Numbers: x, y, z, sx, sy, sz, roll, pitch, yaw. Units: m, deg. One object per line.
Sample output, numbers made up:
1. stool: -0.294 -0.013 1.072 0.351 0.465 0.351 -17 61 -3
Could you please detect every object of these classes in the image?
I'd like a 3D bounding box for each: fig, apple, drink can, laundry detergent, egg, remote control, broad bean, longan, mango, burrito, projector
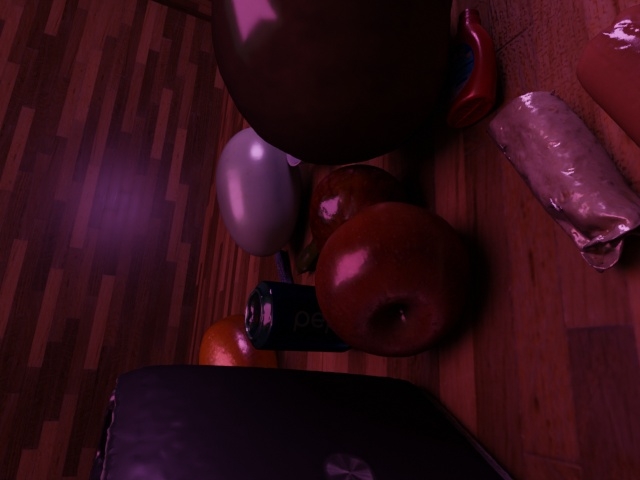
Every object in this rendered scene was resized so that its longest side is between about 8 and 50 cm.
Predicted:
1. fig: 0.067 -0.060 0.708 0.175 0.175 0.207 -51 17 47
2. apple: 0.092 0.046 0.557 0.162 0.201 0.201 -91 24 -55
3. drink can: -0.022 0.136 0.745 0.118 0.205 0.118 -31 55 59
4. laundry detergent: 0.207 -0.247 0.598 0.097 0.049 0.165 140 138 -65
5. egg: -0.163 -0.132 1.140 0.230 0.230 0.370 -40 51 55
6. remote control: -0.098 0.086 1.156 0.043 0.027 0.152 -53 36 34
7. broad bean: 0.000 0.003 0.946 0.065 0.047 0.254 -95 29 -46
8. longan: 0.026 -0.309 0.622 0.336 0.405 0.403 -5 75 53
9. mango: -0.204 0.358 1.081 0.199 0.201 0.349 103 154 -51
10. burrito: 0.242 -0.070 0.423 0.087 0.061 0.225 118 152 -44
11. projector: -0.009 0.314 0.390 0.395 0.406 0.241 40 117 63

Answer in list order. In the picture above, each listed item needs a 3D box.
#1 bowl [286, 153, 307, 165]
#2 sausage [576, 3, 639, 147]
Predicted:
1. bowl: -0.010 -0.263 1.034 0.189 0.086 0.188 -37 47 54
2. sausage: 0.285 -0.077 0.300 0.086 0.086 0.288 -57 33 41
